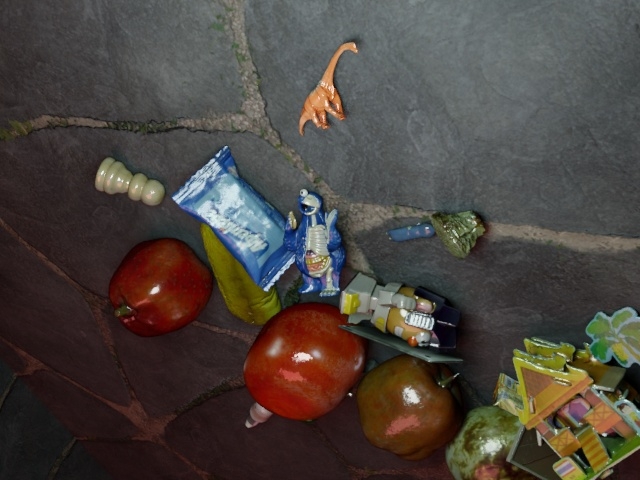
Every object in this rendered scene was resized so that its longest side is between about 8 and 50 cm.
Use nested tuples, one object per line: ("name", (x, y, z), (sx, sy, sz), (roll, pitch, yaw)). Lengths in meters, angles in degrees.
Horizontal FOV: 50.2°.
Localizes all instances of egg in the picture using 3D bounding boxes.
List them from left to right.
("egg", (0.468, 0.549, 1.790), (0.289, 0.238, 0.238), (-27, 116, 24))

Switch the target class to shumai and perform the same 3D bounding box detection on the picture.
("shumai", (0.294, -0.027, 1.435), (0.124, 0.087, 0.099), (56, 180, 39))

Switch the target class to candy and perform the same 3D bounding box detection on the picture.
("candy", (-0.178, -0.048, 1.628), (0.331, 0.187, 0.077), (45, 177, -16))

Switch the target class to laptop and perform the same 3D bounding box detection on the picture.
("laptop", (0.195, 0.252, 1.669), (0.269, 0.015, 0.187), (17, -178, 36))

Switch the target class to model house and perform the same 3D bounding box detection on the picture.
("model house", (0.577, 0.314, 1.477), (0.313, 0.242, 0.358), (47, 127, 13))

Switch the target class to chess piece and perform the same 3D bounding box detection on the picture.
("chess piece", (-0.483, -0.142, 1.754), (0.170, 0.094, 0.094), (22, 139, 3))

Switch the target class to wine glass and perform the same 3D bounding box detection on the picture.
("wine glass", (0.191, 0.420, 1.950), (0.066, 0.066, 0.198), (-22, 118, 42))

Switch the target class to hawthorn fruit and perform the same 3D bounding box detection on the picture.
("hawthorn fruit", (-0.440, 0.134, 1.834), (0.265, 0.307, 0.265), (7, 110, 20))
("hawthorn fruit", (0.245, 0.417, 1.764), (0.267, 0.268, 0.301), (37, 127, -9))

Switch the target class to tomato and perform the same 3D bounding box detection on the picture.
("tomato", (-0.040, 0.322, 1.811), (0.290, 0.293, 0.325), (38, 143, -8))

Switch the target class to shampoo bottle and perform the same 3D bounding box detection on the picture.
("shampoo bottle", (-0.207, 0.589, 2.336), (0.074, 0.074, 0.192), (31, 140, -2))

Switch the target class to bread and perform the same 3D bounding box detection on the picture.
("bread", (-0.214, 0.084, 1.804), (0.166, 0.112, 0.383), (10, 136, 21))

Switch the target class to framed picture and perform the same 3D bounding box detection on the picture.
("framed picture", (0.578, 0.507, 1.693), (0.250, 0.184, 0.016), (31, 168, -25))

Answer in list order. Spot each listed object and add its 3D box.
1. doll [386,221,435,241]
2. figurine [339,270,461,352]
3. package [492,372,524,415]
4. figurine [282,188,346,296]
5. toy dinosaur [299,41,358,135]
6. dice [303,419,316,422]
("doll", (0.202, -0.017, 1.533), (0.125, 0.027, 0.037), (-8, 126, 39))
("figurine", (0.199, 0.171, 1.630), (0.308, 0.143, 0.308), (13, 180, 0))
("package", (0.491, 0.395, 1.716), (0.120, 0.108, 0.031), (27, 131, 4))
("figurine", (-0.005, 0.004, 1.599), (0.164, 0.120, 0.262), (18, 119, 32))
("toy dinosaur", (0.013, -0.282, 1.351), (0.101, 0.055, 0.279), (57, 139, 3))
("dice", (-0.045, 0.474, 2.092), (0.128, 0.120, 0.131), (24, 137, 7))
